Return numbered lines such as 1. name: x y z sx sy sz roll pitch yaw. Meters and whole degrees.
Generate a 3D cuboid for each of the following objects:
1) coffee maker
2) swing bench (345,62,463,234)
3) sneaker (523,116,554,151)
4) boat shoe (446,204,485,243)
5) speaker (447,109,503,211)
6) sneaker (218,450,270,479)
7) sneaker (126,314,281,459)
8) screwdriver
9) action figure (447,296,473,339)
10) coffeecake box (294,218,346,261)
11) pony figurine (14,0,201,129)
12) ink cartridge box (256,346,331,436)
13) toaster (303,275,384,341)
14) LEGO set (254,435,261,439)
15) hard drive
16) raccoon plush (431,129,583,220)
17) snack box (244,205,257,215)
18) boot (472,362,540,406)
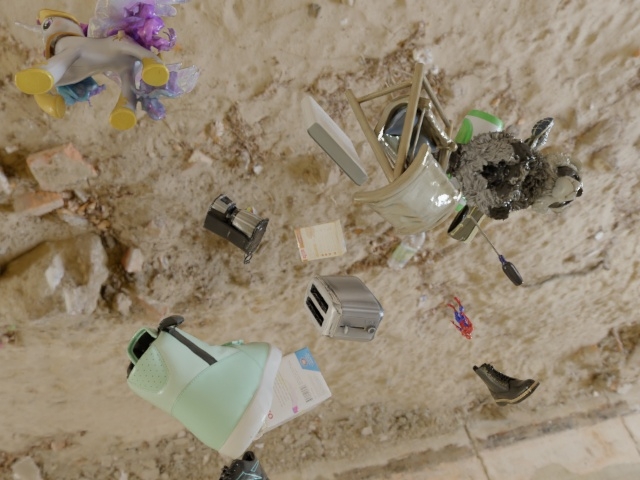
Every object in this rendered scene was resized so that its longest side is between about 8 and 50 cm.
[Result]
1. coffee maker: -0.281 -0.037 1.551 0.171 0.178 0.120 -61 172 6
2. swing bench: 0.184 -0.168 0.996 0.165 0.255 0.253 -13 160 26
3. sneaker: 0.715 -0.338 1.580 0.058 0.052 0.135 25 111 -30
4. boat shoe: 0.588 -0.131 1.857 0.091 0.109 0.305 17 116 -8
5. speaker: 0.449 -0.246 1.502 0.131 0.131 0.297 17 102 -38
6. sneaker: -0.211 0.570 1.104 0.101 0.106 0.267 -22 168 18
7. sneaker: -0.129 0.132 0.546 0.094 0.151 0.256 -55 -176 -5
8. screwdriver: 0.349 0.017 0.959 0.025 0.170 0.024 -32 180 -10
9. action figure: 0.312 0.176 1.076 0.030 0.115 0.038 25 118 -24
10. coffeecake box: 0.000 0.000 2.021 0.185 0.143 0.068 -10 -170 22
11. pony figurine: -0.386 -0.359 0.917 0.350 0.364 0.303 -11 136 -20
12. ink cartridge box: -0.074 0.255 0.803 0.143 0.092 0.090 -15 156 -32
13. toaster: 0.053 0.171 1.290 0.146 0.227 0.129 7 117 -29
14. LEGO set: -0.138 0.302 0.976 0.132 0.107 0.287 -8 179 18
15. hard drive: 0.036 -0.322 1.512 0.047 0.353 0.233 -40 114 15
16. raccoon plush: 0.524 -0.227 1.369 0.299 0.446 0.216 -3 131 -32
17. snack box: -0.300 -0.058 1.938 0.100 0.141 0.037 -23 145 13
18. boot: 0.541 0.412 1.438 0.076 0.137 0.198 -28 162 -31
